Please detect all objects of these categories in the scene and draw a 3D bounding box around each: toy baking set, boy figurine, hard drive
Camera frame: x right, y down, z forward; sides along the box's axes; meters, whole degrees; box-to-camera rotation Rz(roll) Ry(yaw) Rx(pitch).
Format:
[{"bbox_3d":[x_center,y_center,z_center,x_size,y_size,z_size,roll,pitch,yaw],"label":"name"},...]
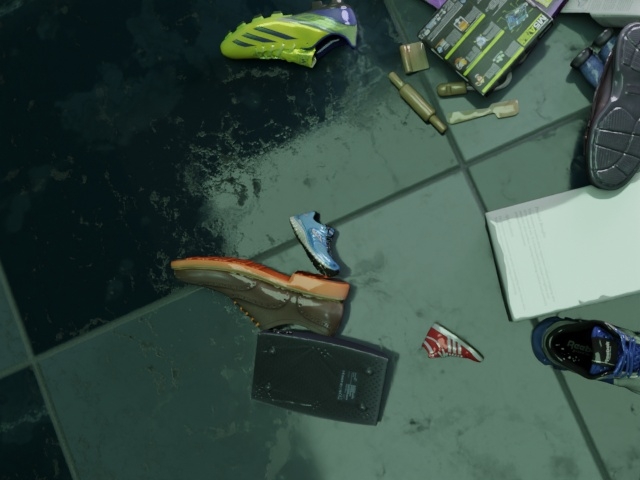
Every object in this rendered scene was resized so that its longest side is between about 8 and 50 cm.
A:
[{"bbox_3d":[0.265,-0.316,1.742,0.197,0.030,0.256,-38,79,6],"label":"toy baking set"},{"bbox_3d":[0.607,-0.271,1.636,0.285,0.092,0.177,47,105,10],"label":"boy figurine"},{"bbox_3d":[-0.001,0.261,1.703,0.255,0.054,0.171,10,114,7],"label":"hard drive"}]

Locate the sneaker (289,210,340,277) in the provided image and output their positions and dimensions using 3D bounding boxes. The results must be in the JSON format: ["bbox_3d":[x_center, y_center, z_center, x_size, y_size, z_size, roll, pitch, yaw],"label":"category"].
[{"bbox_3d":[0.000,0.000,1.739,0.073,0.063,0.162,-28,60,-5],"label":"sneaker"}]

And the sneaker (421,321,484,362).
[{"bbox_3d":[0.252,0.217,1.695,0.118,0.042,0.067,34,89,20],"label":"sneaker"}]

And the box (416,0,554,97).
[{"bbox_3d":[0.312,-0.403,1.673,0.184,0.045,0.190,44,103,12],"label":"box"}]

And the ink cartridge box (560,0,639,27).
[{"bbox_3d":[0.575,-0.539,1.654,0.239,0.060,0.275,22,90,53],"label":"ink cartridge box"}]

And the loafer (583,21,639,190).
[{"bbox_3d":[0.530,-0.229,1.549,0.109,0.095,0.302,15,85,-3],"label":"loafer"}]

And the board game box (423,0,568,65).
[{"bbox_3d":[0.312,-0.524,1.718,0.347,0.056,0.208,39,98,15],"label":"board game box"}]

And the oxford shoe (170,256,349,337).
[{"bbox_3d":[-0.132,0.111,1.741,0.364,0.130,0.132,12,94,12],"label":"oxford shoe"}]

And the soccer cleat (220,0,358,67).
[{"bbox_3d":[-0.065,-0.404,1.785,0.289,0.093,0.121,-12,90,11],"label":"soccer cleat"}]

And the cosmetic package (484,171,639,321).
[{"bbox_3d":[0.512,0.007,1.605,0.385,0.156,0.217,-13,83,9],"label":"cosmetic package"}]

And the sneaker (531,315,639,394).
[{"bbox_3d":[0.538,0.213,1.567,0.316,0.182,0.127,9,89,12],"label":"sneaker"}]
